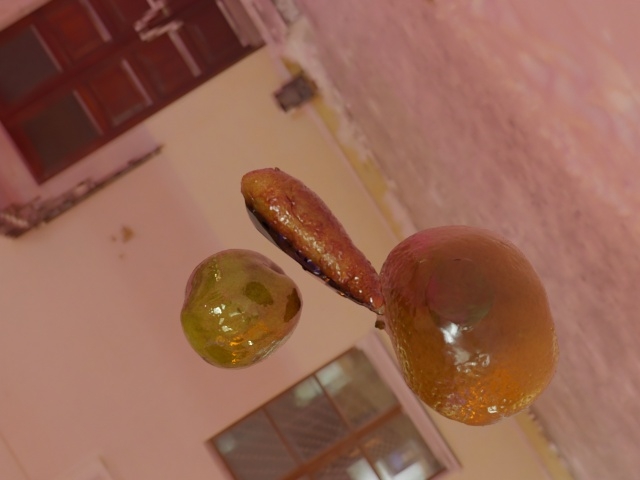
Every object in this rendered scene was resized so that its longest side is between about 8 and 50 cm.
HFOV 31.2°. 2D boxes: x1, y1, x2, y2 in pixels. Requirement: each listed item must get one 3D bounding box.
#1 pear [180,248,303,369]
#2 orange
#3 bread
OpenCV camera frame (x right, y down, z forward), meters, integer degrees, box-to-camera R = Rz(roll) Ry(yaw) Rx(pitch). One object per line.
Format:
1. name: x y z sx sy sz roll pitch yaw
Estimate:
1. pear: -0.126 0.106 1.801 0.200 0.200 0.200 57 177 5
2. orange: 0.237 0.114 1.815 0.196 0.262 0.335 100 159 -55
3. bread: -0.002 -0.002 1.577 0.269 0.095 0.139 38 -179 6
